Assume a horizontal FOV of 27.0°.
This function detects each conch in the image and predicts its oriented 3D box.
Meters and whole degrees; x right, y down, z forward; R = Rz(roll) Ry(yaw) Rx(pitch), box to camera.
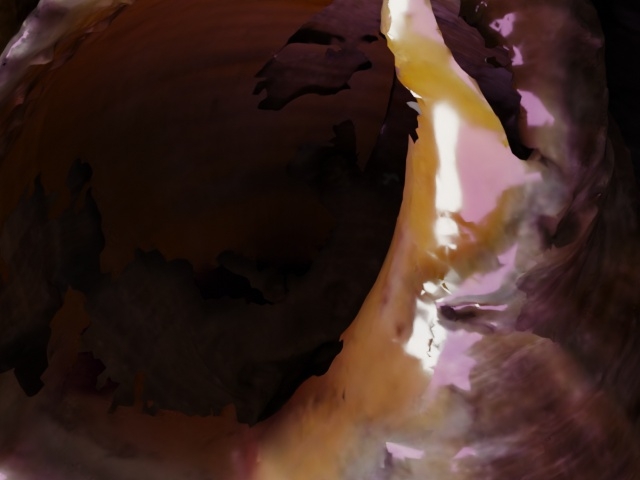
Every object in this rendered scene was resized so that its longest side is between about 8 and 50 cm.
[{"bbox_3d":[-0.004,-0.007,0.523,0.297,0.352,0.210,-8,-152,-10],"label":"conch"}]

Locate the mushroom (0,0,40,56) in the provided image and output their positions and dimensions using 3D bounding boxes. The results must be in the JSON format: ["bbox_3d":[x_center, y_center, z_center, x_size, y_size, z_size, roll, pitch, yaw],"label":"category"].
[{"bbox_3d":[-0.212,-0.116,0.562,0.253,0.153,0.253,31,139,32],"label":"mushroom"}]
